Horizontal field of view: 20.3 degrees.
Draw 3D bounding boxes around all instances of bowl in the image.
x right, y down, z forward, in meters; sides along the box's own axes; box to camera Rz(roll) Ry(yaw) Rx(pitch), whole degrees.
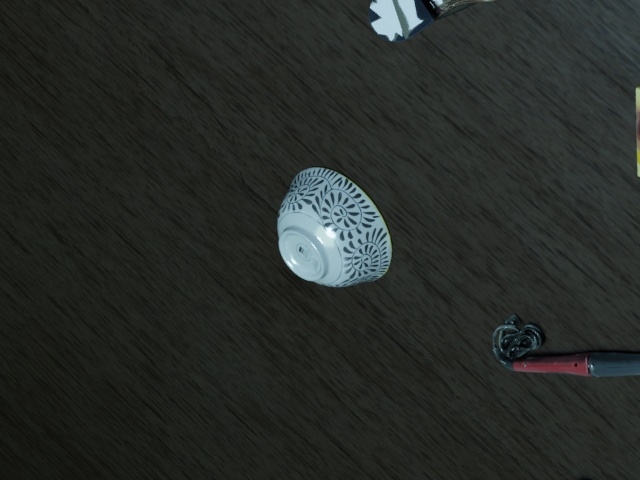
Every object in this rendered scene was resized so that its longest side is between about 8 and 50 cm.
[{"bbox_3d":[0.000,0.000,2.253,0.170,0.080,0.170,30,140,29],"label":"bowl"}]

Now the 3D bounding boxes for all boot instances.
[{"bbox_3d":[0.157,-0.282,1.849,0.219,0.106,0.082,-22,101,25],"label":"boot"}]

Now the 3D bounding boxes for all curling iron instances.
[{"bbox_3d":[0.305,0.133,2.070,0.274,0.035,0.068,7,126,45],"label":"curling iron"}]

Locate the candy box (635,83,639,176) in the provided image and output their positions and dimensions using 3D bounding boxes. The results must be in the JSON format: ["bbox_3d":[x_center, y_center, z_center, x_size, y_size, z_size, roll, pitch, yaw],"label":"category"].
[{"bbox_3d":[0.401,-0.092,1.752,0.186,0.053,0.109,23,136,35],"label":"candy box"}]
